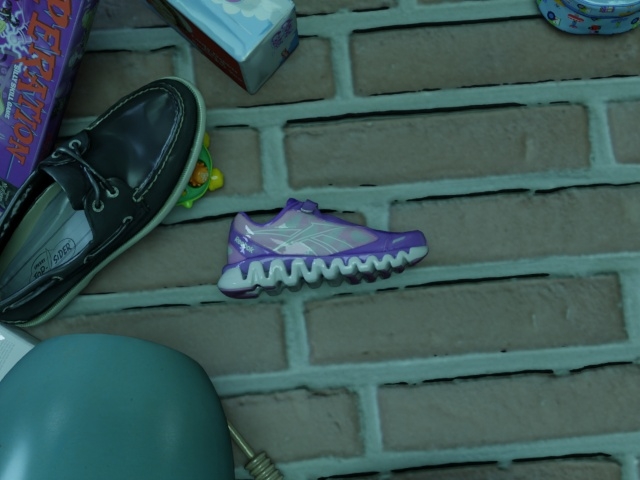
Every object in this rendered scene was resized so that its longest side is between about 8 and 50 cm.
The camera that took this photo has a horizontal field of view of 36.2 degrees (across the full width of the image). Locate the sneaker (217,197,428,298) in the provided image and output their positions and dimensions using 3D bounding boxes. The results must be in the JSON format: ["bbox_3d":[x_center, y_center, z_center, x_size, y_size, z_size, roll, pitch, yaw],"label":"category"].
[{"bbox_3d":[0.000,0.000,1.088,0.237,0.095,0.104,-6,77,0],"label":"sneaker"}]

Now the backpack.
[{"bbox_3d":[0.320,-0.327,1.109,0.158,0.117,0.173,2,87,1],"label":"backpack"}]

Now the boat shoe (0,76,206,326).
[{"bbox_3d":[-0.259,-0.042,1.037,0.340,0.113,0.127,-43,74,12],"label":"boat shoe"}]

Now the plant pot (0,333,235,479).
[{"bbox_3d":[-0.217,0.232,0.972,0.293,0.293,0.235,5,62,0],"label":"plant pot"}]

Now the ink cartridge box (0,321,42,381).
[{"bbox_3d":[-0.421,0.158,1.097,0.225,0.056,0.181,26,85,21],"label":"ink cartridge box"}]

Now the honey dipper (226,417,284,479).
[{"bbox_3d":[-0.100,0.209,1.095,0.030,0.030,0.160,-38,83,-4],"label":"honey dipper"}]

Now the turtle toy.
[{"bbox_3d":[-0.169,-0.098,1.105,0.095,0.066,0.130,-20,85,-2],"label":"turtle toy"}]

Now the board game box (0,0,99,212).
[{"bbox_3d":[-0.353,-0.205,1.019,0.208,0.056,0.346,29,125,0],"label":"board game box"}]

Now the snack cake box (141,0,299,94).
[{"bbox_3d":[-0.150,-0.291,1.082,0.264,0.152,0.089,41,85,3],"label":"snack cake box"}]
